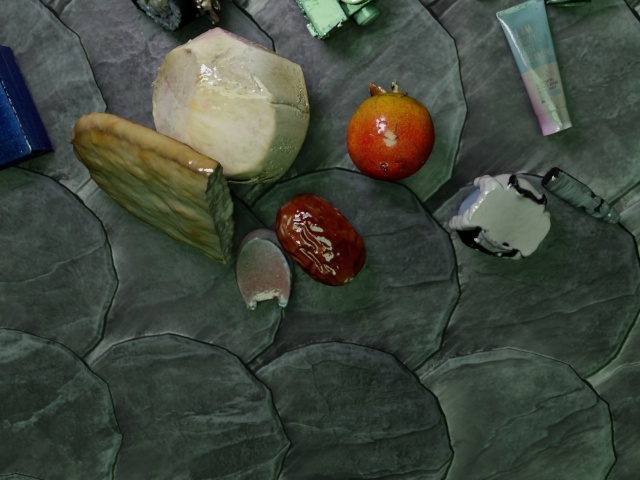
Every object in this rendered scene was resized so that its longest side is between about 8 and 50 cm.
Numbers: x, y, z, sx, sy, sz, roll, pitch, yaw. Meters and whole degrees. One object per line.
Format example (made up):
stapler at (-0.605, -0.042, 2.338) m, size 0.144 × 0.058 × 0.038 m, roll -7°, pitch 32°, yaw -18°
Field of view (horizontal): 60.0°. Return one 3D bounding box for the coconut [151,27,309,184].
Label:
coconut at (-0.185, -0.294, 1.260) m, size 0.352 × 0.352 × 0.353 m, roll 1°, pitch 103°, yaw 4°

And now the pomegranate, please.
pomegranate at (0.161, -0.253, 1.295) m, size 0.210 × 0.210 × 0.235 m, roll -10°, pitch 77°, yaw 6°

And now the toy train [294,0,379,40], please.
toy train at (0.018, -0.596, 1.255) m, size 0.188 × 0.159 × 0.272 m, roll -30°, pitch 99°, yaw 19°

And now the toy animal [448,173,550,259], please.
toy animal at (0.427, -0.064, 1.345) m, size 0.208 × 0.156 × 0.204 m, roll 26°, pitch 100°, yaw -19°

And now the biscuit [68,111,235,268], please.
biscuit at (-0.370, -0.121, 1.284) m, size 0.446 × 0.429 × 0.104 m, roll 24°, pitch 66°, yaw 18°

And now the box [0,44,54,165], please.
box at (-0.861, -0.312, 1.389) m, size 0.261 × 0.116 × 0.279 m, roll -17°, pitch 101°, yaw 8°

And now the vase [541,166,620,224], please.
vase at (0.649, -0.104, 1.368) m, size 0.211 × 0.060 × 0.060 m, roll 31°, pitch 103°, yaw -5°

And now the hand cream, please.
hand cream at (0.518, -0.409, 1.307) m, size 0.111 × 0.070 × 0.312 m, roll -20°, pitch 97°, yaw 12°

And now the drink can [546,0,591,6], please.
drink can at (0.560, -0.632, 1.227) m, size 0.118 × 0.118 × 0.205 m, roll 1°, pitch 104°, yaw 3°

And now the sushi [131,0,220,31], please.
sushi at (-0.318, -0.610, 1.250) m, size 0.219 × 0.225 × 0.238 m, roll -48°, pitch 137°, yaw -13°

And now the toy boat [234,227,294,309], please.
toy boat at (-0.146, 0.072, 1.459) m, size 0.155 × 0.085 × 0.228 m, roll -4°, pitch 114°, yaw 2°

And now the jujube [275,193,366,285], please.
jujube at (0.000, 0.000, 1.377) m, size 0.174 × 0.174 × 0.250 m, roll -38°, pitch 92°, yaw 11°
